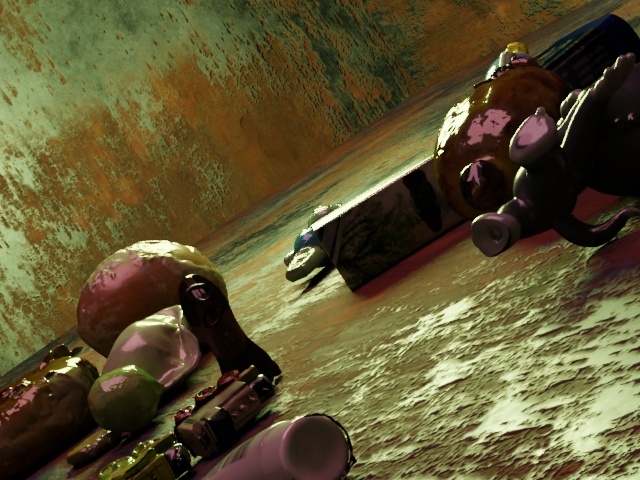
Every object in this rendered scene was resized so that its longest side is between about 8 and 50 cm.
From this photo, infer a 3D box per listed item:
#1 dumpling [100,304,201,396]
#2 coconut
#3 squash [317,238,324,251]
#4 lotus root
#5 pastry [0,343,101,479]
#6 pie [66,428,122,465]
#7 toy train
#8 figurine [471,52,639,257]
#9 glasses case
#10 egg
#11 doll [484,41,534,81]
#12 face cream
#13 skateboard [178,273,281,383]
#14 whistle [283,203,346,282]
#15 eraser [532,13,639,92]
[{"bbox_3d":[-0.213,0.157,1.847,0.134,0.100,0.169,-4,27,45],"label":"dumpling"},{"bbox_3d":[-0.237,0.195,1.722,0.096,0.088,0.088,-17,3,-14],"label":"coconut"},{"bbox_3d":[0.128,-0.054,1.864,0.292,0.082,0.082,-29,7,16],"label":"squash"},{"bbox_3d":[0.212,-0.104,1.600,0.169,0.141,0.314,-31,15,32],"label":"lotus root"},{"bbox_3d":[-0.429,0.255,2.012,0.235,0.121,0.257,-26,10,41],"label":"pastry"},{"bbox_3d":[-0.284,0.258,1.755,0.084,0.020,0.084,-32,4,3],"label":"pie"},{"bbox_3d":[-0.140,0.203,1.356,0.249,0.053,0.085,-36,16,-33],"label":"toy train"},{"bbox_3d":[0.252,-0.080,1.262,0.265,0.140,0.193,-51,-7,-33],"label":"figurine"},{"bbox_3d":[0.128,-0.048,1.769,0.272,0.095,0.062,-32,11,2],"label":"glasses case"},{"bbox_3d":[-0.246,0.097,2.048,0.233,0.195,0.195,-22,-2,-40],"label":"egg"},{"bbox_3d":[0.278,-0.209,2.134,0.241,0.098,0.135,-51,-3,-40],"label":"doll"},{"bbox_3d":[-0.053,0.183,1.097,0.092,0.058,0.243,-43,5,-29],"label":"face cream"},{"bbox_3d":[-0.104,0.101,1.501,0.067,0.151,0.080,-34,-2,-9],"label":"skateboard"},{"bbox_3d":[0.000,0.000,2.104,0.114,0.077,0.236,-21,13,28],"label":"whistle"},{"bbox_3d":[0.347,-0.225,2.019,0.155,0.102,0.332,-27,9,42],"label":"eraser"}]
